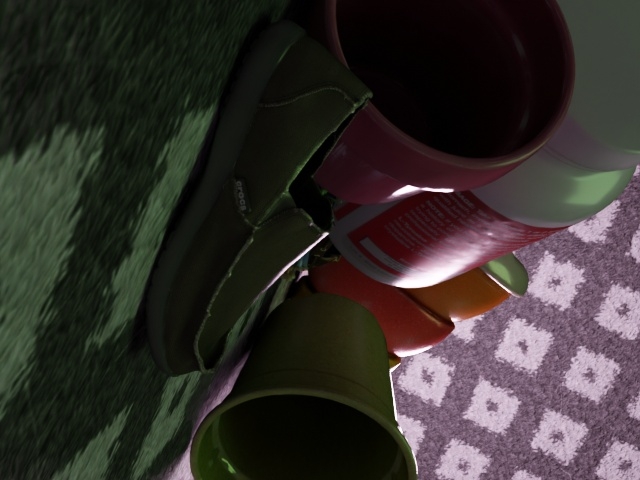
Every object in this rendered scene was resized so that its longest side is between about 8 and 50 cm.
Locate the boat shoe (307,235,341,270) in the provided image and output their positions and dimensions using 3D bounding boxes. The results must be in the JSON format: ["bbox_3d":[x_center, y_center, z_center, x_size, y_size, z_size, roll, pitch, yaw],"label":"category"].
[{"bbox_3d":[0.000,0.000,1.198,0.207,0.073,0.073,102,12,-74],"label":"boat shoe"}]

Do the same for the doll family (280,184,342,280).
[{"bbox_3d":[-0.022,-0.025,0.874,0.193,0.076,0.111,-66,176,-85],"label":"doll family"}]

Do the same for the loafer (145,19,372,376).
[{"bbox_3d":[-0.040,-0.011,0.611,0.094,0.087,0.251,-51,165,-70],"label":"loafer"}]

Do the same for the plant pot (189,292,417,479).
[{"bbox_3d":[-0.009,0.212,1.236,0.254,0.276,0.276,-79,-171,-56],"label":"plant pot"}]

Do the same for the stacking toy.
[{"bbox_3d":[0.057,0.105,1.508,0.480,0.350,0.350,-47,178,8],"label":"stacking toy"}]

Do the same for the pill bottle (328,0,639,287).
[{"bbox_3d":[0.168,-0.101,0.954,0.229,0.229,0.408,-63,-166,-24],"label":"pill bottle"}]

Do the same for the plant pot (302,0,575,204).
[{"bbox_3d":[0.065,-0.116,0.735,0.201,0.201,0.180,-63,-171,-26],"label":"plant pot"}]
